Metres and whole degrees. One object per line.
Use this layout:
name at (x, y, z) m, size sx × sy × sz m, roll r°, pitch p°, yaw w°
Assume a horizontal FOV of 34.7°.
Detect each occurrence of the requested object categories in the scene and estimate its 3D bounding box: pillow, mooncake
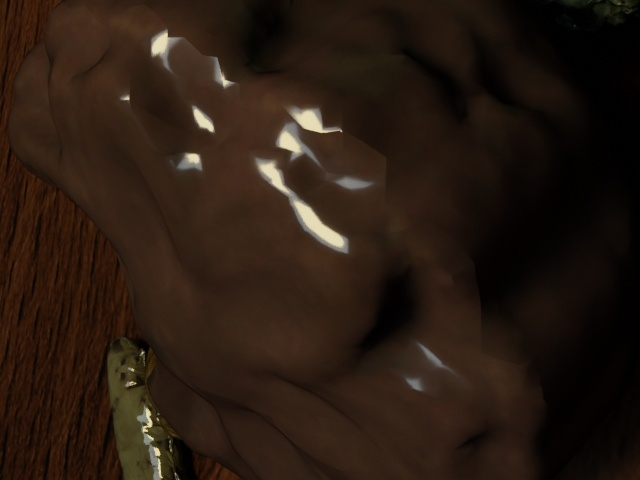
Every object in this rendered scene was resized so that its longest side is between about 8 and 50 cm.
pillow at (-0.162, 0.206, 0.994) m, size 0.093 × 0.051 × 0.241 m, roll -27°, pitch 70°, yaw 51°
mooncake at (0.000, 0.000, 0.585) m, size 0.350 × 0.212 × 0.381 m, roll -1°, pitch 125°, yaw 50°

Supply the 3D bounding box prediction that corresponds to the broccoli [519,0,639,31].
broccoli at (0.154, -0.253, 0.529) m, size 0.165 × 0.145 × 0.304 m, roll 22°, pitch 122°, yaw -1°

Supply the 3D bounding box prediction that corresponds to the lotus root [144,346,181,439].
lotus root at (-0.086, 0.097, 0.854) m, size 0.209 × 0.120 × 0.120 m, roll -53°, pitch 54°, yaw 36°
